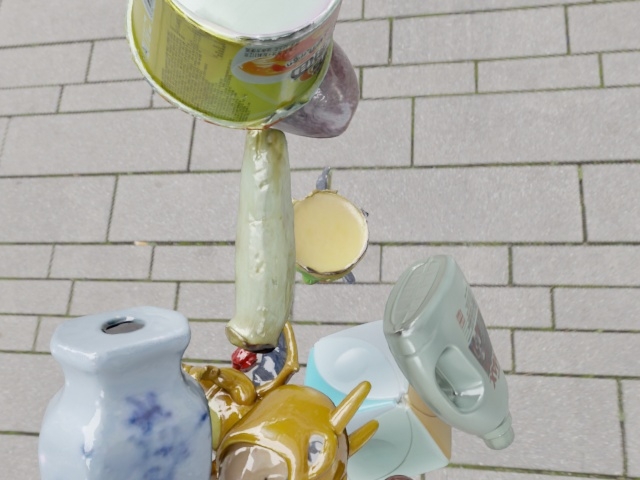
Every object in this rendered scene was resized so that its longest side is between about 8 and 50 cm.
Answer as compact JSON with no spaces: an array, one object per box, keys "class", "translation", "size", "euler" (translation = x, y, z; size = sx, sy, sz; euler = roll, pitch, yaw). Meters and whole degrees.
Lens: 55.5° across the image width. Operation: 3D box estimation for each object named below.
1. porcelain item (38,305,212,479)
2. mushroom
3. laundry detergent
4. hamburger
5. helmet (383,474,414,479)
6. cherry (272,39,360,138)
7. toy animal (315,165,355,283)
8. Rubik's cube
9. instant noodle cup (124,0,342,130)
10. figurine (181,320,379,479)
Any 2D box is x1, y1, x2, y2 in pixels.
[{"class":"porcelain item","translation":[-0.279,0.310,0.888],"size":[0.179,0.243,0.404],"euler":[20,113,48]},{"class":"mushroom","translation":[-0.081,0.005,0.898],"size":[0.087,0.107,0.332],"euler":[6,95,21]},{"class":"laundry detergent","translation":[0.262,0.250,1.155],"size":[0.125,0.397,0.264],"euler":[-17,23,33]},{"class":"hamburger","translation":[0.000,0.000,1.499],"size":[0.237,0.149,0.236],"euler":[2,73,-8]},{"class":"helmet","translation":[0.157,0.482,1.170],"size":[0.111,0.057,0.089],"euler":[-4,35,-12]},{"class":"cherry","translation":[-0.024,-0.227,0.869],"size":[0.176,0.176,0.140],"euler":[16,58,15]},{"class":"toy animal","translation":[-0.001,-0.046,1.888],"size":[0.081,0.206,0.366],"euler":[-21,105,-34]},{"class":"Rubik's cube","translation":[0.172,0.476,1.811],"size":[0.352,0.347,0.352],"euler":[-20,34,24]},{"class":"instant noodle cup","translation":[-0.089,-0.277,0.673],"size":[0.265,0.200,0.264],"euler":[1,83,-12]},{"class":"figurine","translation":[-0.113,0.332,1.151],"size":[0.387,0.268,0.400],"euler":[13,81,29]}]
